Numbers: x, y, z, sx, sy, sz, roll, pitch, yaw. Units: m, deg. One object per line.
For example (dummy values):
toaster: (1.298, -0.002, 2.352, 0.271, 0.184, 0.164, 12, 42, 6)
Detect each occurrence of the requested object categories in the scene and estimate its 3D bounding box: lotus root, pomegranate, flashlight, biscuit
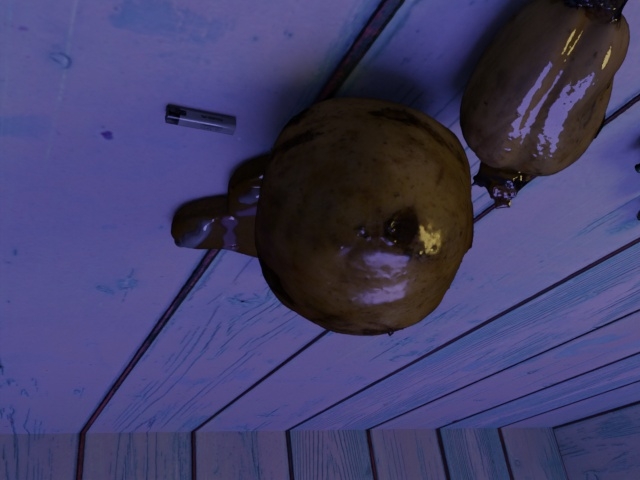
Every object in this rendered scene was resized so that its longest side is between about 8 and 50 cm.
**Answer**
lotus root: (0.244, -0.161, 0.634, 0.154, 0.140, 0.257, 12, 138, -7)
pomegranate: (0.052, -0.032, 0.678, 0.281, 0.281, 0.281, -6, 151, -3)
flashlight: (-0.143, -0.144, 0.690, 0.083, 0.018, 0.018, 6, 148, -24)
biscuit: (0.000, 0.002, 0.938, 0.283, 0.064, 0.432, -30, 144, 34)

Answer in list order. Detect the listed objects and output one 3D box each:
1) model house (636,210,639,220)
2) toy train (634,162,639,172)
model house: (0.596, -0.043, 1.007, 0.057, 0.058, 0.083, -10, 151, 5)
toy train: (0.551, -0.112, 0.853, 0.200, 0.083, 0.132, 22, 143, -40)
